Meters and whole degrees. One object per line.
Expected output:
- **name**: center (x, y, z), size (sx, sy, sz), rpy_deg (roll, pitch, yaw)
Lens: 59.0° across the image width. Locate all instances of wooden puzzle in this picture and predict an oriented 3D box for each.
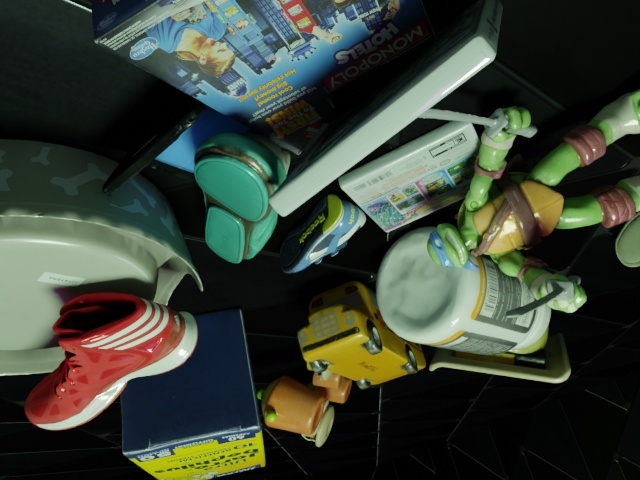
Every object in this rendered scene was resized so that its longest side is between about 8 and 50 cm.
- **wooden puzzle**: center (0.340, 0.204, 1.078), size (0.239, 0.044, 0.221), rpy_deg (0, -171, 19)

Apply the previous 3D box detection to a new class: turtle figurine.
- **turtle figurine**: center (0.244, -0.041, 0.575), size (0.266, 0.197, 0.274), rpy_deg (-27, 152, 1)

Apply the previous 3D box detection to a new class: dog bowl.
- **dog bowl**: center (-0.301, 0.032, 0.583), size (0.349, 0.102, 0.348), rpy_deg (-11, 152, -6)

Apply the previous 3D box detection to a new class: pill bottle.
- **pill bottle**: center (0.224, 0.086, 0.845), size (0.162, 0.162, 0.278), rpy_deg (-34, 145, 32)

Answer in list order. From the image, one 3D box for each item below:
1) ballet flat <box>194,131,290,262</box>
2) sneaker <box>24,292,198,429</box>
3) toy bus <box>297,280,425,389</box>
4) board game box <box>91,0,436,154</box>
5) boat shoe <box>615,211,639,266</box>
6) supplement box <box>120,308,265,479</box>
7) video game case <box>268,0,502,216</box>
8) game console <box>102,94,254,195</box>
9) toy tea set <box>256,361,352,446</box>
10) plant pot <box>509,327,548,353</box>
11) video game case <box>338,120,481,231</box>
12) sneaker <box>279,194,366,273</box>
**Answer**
- **ballet flat**: center (-0.071, -0.054, 0.540), size (0.083, 0.087, 0.247), rpy_deg (31, 158, 1)
- **sneaker**: center (-0.251, 0.115, 0.584), size (0.221, 0.087, 0.128), rpy_deg (-33, 140, 8)
- **toy bus**: center (0.077, 0.164, 0.952), size (0.108, 0.130, 0.333), rpy_deg (-23, 150, 18)
- **board game box**: center (-0.024, -0.152, 0.421), size (0.194, 0.060, 0.194), rpy_deg (-23, 151, 16)
- **boat shoe**: center (0.550, -0.031, 0.862), size (0.079, 0.084, 0.233), rpy_deg (-1, 146, -21)
- **supplement box**: center (-0.207, 0.286, 0.978), size (0.194, 0.195, 0.356), rpy_deg (-9, 151, -9)
- **video game case**: center (0.055, -0.111, 0.444), size (0.190, 0.173, 0.022), rpy_deg (-34, 105, 33)
- **game console**: center (-0.116, -0.079, 0.503), size (0.122, 0.107, 0.071), rpy_deg (-32, 118, 29)
- **toy tea set**: center (-0.029, 0.301, 1.143), size (0.124, 0.200, 0.336), rpy_deg (16, 156, 16)
- **plant pot**: center (0.359, 0.129, 1.036), size (0.134, 0.134, 0.095), rpy_deg (-2, 117, -21)
- **video game case**: center (0.120, -0.072, 0.670), size (0.157, 0.019, 0.143), rpy_deg (-25, 150, 18)
- **sneaker**: center (0.000, 0.000, 0.710), size (0.059, 0.053, 0.144), rpy_deg (9, 145, -38)
